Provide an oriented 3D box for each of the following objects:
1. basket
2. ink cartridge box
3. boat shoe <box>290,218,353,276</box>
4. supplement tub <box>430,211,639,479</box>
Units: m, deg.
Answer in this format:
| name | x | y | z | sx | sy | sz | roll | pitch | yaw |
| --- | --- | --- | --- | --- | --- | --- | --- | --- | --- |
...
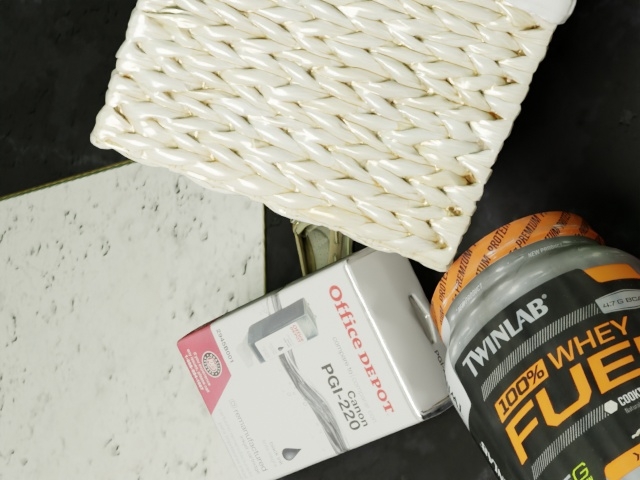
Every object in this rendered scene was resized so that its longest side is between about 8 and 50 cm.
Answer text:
| name | x | y | z | sx | sy | sz | roll | pitch | yaw |
| --- | --- | --- | --- | --- | --- | --- | --- | --- | --- |
| basket | 0.012 | -0.174 | 1.594 | 0.328 | 0.331 | 0.266 | -87 | 16 | -76 |
| ink cartridge box | 0.000 | 0.112 | 1.727 | 0.218 | 0.092 | 0.159 | -26 | 90 | 34 |
| boat shoe | -0.001 | 0.001 | 1.816 | 0.056 | 0.048 | 0.153 | -23 | 66 | 37 |
| supplement tub | 0.221 | 0.140 | 1.486 | 0.193 | 0.193 | 0.316 | -48 | 53 | 23 |
